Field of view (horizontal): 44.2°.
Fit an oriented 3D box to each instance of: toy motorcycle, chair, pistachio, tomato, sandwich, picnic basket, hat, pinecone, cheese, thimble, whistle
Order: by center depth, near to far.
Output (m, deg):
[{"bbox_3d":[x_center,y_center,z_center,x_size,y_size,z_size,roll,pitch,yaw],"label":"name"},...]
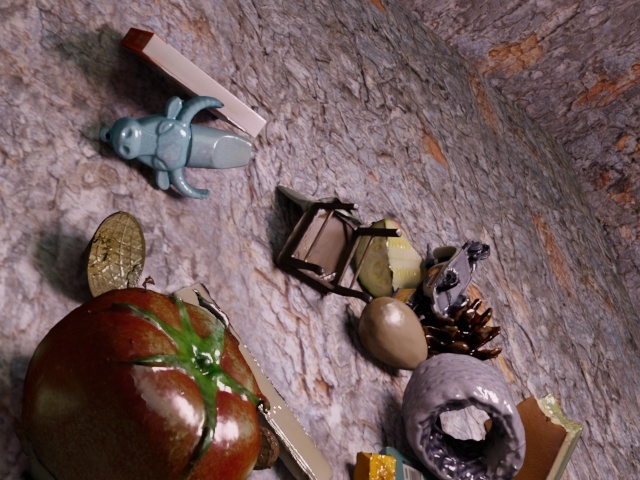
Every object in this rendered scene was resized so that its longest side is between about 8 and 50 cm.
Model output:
[{"bbox_3d":[-0.222,0.208,0.969,0.303,0.239,0.303,45,19,-20],"label":"tomato"},{"bbox_3d":[-0.333,0.025,1.191,0.146,0.067,0.146,8,90,-70],"label":"hat"},{"bbox_3d":[-0.096,0.320,1.214,0.072,0.072,0.083,59,-2,10],"label":"picnic basket"},{"bbox_3d":[-0.111,0.239,1.285,0.400,0.034,0.085,53,26,5],"label":"cheese"},{"bbox_3d":[-0.257,-0.173,1.415,0.273,0.186,0.093,5,18,-23],"label":"whistle"},{"bbox_3d":[0.274,0.352,1.513,0.246,0.217,0.157,54,14,-14],"label":"thimble"},{"bbox_3d":[0.000,0.000,1.615,0.160,0.319,0.186,31,81,-31],"label":"chair"},{"bbox_3d":[0.149,0.195,1.621,0.186,0.126,0.108,55,4,-21],"label":"pistachio"},{"bbox_3d":[0.266,0.078,1.708,0.263,0.157,0.091,-47,120,-43],"label":"toy motorcycle"},{"bbox_3d":[0.305,0.220,1.735,0.228,0.202,0.202,24,72,-39],"label":"pinecone"},{"bbox_3d":[0.497,0.467,1.755,0.108,0.186,0.220,9,52,-48],"label":"sandwich"}]

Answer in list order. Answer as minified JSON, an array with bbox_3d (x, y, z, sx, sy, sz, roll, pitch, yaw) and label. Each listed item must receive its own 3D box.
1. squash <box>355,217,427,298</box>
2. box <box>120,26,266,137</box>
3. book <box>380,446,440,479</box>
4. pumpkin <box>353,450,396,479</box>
[{"bbox_3d":[0.199,0.059,1.838,0.288,0.111,0.203,0,81,-51],"label":"squash"},{"bbox_3d":[-0.252,-0.310,1.530,0.265,0.048,0.273,35,0,-26],"label":"box"},{"bbox_3d":[0.217,0.578,1.397,0.264,0.031,0.380,33,35,-29],"label":"book"},{"bbox_3d":[0.092,0.412,1.378,0.074,0.053,0.083,23,62,-36],"label":"pumpkin"}]
